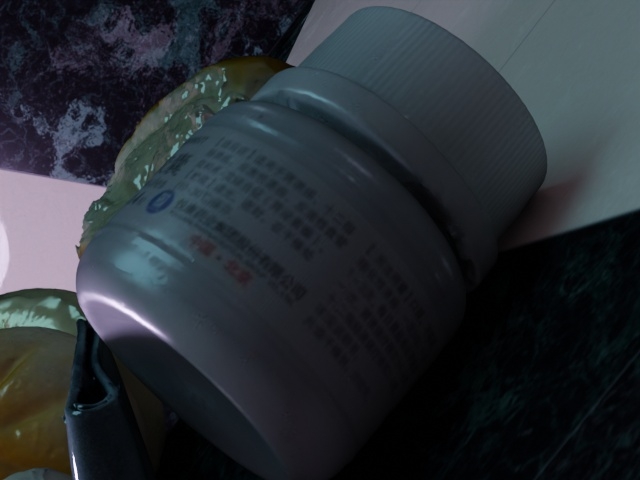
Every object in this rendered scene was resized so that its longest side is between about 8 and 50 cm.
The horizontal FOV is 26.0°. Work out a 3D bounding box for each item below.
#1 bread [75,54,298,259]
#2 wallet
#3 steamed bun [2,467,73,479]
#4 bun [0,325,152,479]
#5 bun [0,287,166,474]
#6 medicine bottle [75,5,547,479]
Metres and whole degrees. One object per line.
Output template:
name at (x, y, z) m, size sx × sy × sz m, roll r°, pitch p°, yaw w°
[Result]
bread at (-0.056, -0.033, 1.301) m, size 0.250 × 0.279 × 0.225 m, roll -31°, pitch 43°, yaw 44°
wallet at (-0.147, 0.202, 1.081) m, size 0.054 × 0.251 × 0.290 m, roll -13°, pitch 13°, yaw -4°
steamed bun at (-0.233, 0.293, 1.198) m, size 0.130 × 0.177 × 0.228 m, roll -35°, pitch -16°, yaw -1°
bun at (-0.322, 0.229, 1.382) m, size 0.299 × 0.299 × 0.165 m, roll -52°, pitch -29°, yaw 8°
bun at (-0.324, 0.240, 1.597) m, size 0.364 × 0.202 × 0.364 m, roll -11°, pitch 68°, yaw 30°
medicine bottle at (0.000, 0.000, 1.026) m, size 0.306 × 0.245 × 0.245 m, roll -47°, pitch 9°, yaw -19°
